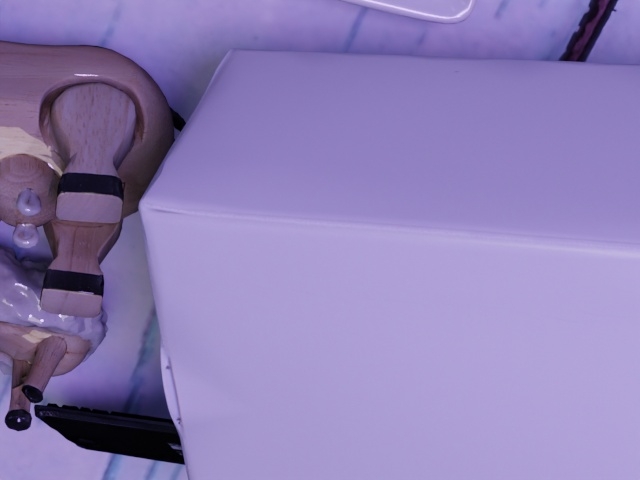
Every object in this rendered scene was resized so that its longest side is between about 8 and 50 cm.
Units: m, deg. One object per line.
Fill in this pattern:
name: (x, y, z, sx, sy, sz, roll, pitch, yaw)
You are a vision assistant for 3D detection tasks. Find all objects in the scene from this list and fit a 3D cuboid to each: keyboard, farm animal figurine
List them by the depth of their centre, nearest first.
farm animal figurine: (-0.210, -0.085, 0.638, 0.327, 0.172, 0.330, 21, 131, -21)
keyboard: (-0.065, 0.112, 0.764, 0.192, 0.100, 0.038, 7, 66, 15)

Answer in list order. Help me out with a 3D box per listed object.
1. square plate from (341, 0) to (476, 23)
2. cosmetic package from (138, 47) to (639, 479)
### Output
square plate: (-0.054, -0.308, 0.622, 0.347, 0.049, 0.344, 12, 109, -3)
cosmetic package: (0.129, 0.042, 0.592, 0.385, 0.156, 0.217, 7, 127, 13)
